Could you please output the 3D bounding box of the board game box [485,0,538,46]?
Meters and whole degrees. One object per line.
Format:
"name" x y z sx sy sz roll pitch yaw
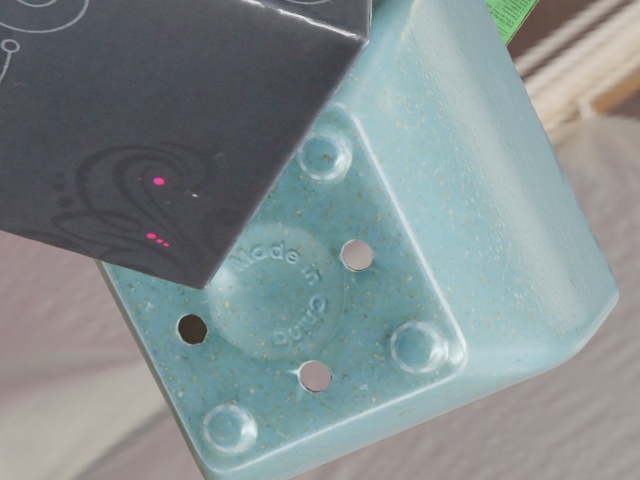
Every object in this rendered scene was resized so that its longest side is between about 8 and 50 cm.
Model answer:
"board game box" 0.051 -0.237 1.475 0.136 0.260 0.030 -55 178 30

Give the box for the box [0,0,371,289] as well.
"box" -0.132 -0.113 0.647 0.270 0.165 0.143 17 -130 -17

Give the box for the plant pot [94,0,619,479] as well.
"plant pot" 0.000 0.000 0.946 0.248 0.247 0.252 -24 -175 14
